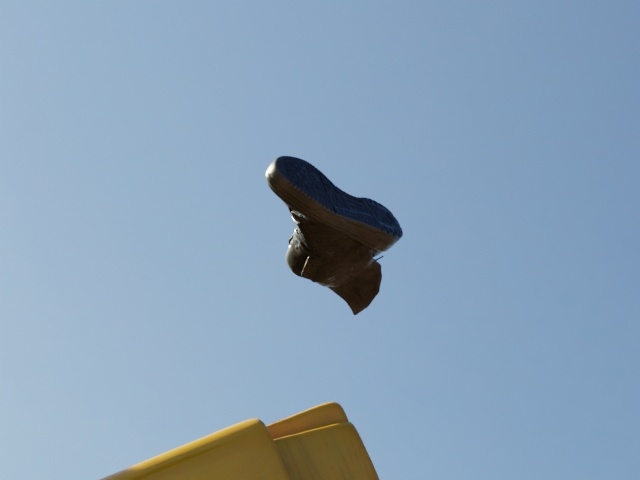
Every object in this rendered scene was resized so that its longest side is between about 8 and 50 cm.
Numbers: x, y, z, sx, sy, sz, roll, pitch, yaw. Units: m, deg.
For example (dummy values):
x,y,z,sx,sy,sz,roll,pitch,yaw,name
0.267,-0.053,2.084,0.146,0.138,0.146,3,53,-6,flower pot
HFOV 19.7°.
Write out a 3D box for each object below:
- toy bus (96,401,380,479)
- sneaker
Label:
x,y,z,sx,sy,sz,roll,pitch,yaw,name
-0.116,0.210,1.250,0.130,0.333,0.108,112,-44,-70,toy bus
-0.001,-0.002,1.464,0.170,0.051,0.089,26,-56,-40,sneaker
